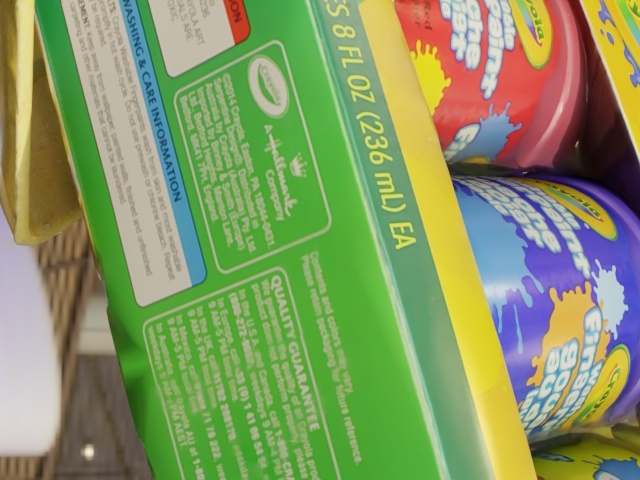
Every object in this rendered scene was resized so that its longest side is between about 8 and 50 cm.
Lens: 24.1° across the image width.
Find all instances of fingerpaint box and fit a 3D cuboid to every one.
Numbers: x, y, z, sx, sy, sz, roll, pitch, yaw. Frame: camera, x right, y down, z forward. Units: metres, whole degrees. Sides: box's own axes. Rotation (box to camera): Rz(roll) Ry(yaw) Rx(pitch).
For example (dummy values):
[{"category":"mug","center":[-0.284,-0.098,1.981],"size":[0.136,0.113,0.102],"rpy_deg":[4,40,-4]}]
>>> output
[{"category":"fingerpaint box","center":[0.080,0.033,0.754],"size":[0.163,0.371,0.444],"rpy_deg":[-23,-103,34]}]

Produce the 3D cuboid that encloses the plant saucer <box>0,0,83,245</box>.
[{"category":"plant saucer","center":[-0.068,-0.209,0.764],"size":[0.081,0.333,0.332],"rpy_deg":[29,-46,20]}]
